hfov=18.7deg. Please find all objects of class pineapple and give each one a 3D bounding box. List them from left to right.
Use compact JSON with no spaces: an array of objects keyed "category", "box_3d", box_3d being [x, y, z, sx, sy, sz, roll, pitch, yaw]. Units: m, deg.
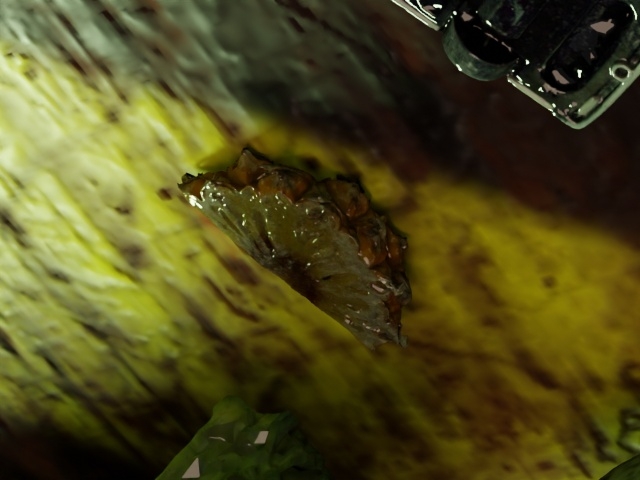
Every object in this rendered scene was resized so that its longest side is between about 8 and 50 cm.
[{"category":"pineapple","box_3d":[0.000,0.000,0.579,0.083,0.019,0.045,41,136,-15]}]

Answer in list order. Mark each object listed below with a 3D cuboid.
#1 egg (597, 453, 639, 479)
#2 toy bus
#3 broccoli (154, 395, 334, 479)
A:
[{"category":"egg","box_3d":[0.143,0.114,0.555,0.172,0.132,0.132,10,136,28]},{"category":"toy bus","box_3d":[0.038,-0.079,0.459,0.102,0.058,0.052,33,136,-5]},{"category":"broccoli","box_3d":[-0.164,0.140,0.592,0.361,0.221,0.252,11,150,-9]}]
